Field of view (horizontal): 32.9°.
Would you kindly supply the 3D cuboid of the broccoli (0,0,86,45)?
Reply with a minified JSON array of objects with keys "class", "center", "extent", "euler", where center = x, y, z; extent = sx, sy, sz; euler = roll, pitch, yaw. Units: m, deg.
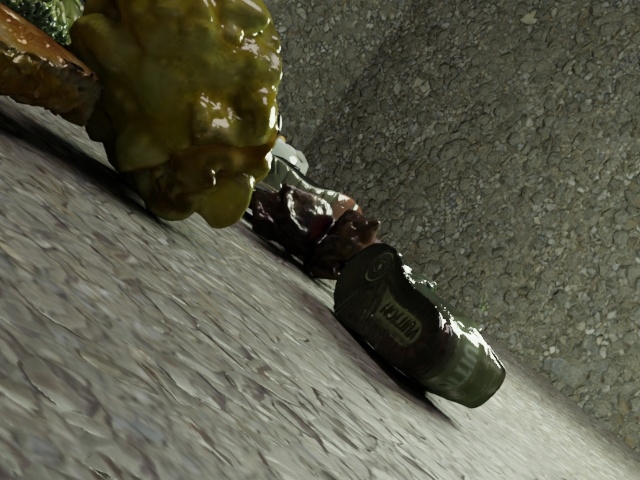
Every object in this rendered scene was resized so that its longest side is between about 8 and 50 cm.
[{"class":"broccoli","center":[-0.369,-0.414,1.468],"extent":[0.221,0.361,0.252],"euler":[18,-21,20]}]

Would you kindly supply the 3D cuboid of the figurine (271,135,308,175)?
[{"class":"figurine","center":[-0.136,-0.179,2.303],"extent":[0.236,0.133,0.176],"euler":[34,5,27]}]

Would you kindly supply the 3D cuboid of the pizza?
[{"class":"pizza","center":[-0.330,-0.182,0.922],"extent":[0.335,0.086,0.226],"euler":[32,10,-31]}]

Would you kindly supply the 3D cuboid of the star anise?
[{"class":"star anise","center":[0.005,0.001,1.543],"extent":[0.214,0.099,0.220],"euler":[38,-18,-35]}]

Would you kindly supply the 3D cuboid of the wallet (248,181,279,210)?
[{"class":"wallet","center":[-0.035,-0.024,1.723],"extent":[0.231,0.069,0.170],"euler":[30,-6,-3]}]

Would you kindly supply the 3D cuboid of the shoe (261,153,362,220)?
[{"class":"shoe","center":[-0.056,-0.081,2.033],"extent":[0.291,0.114,0.137],"euler":[30,1,-27]}]

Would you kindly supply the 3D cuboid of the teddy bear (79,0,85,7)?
[{"class":"teddy bear","center":[-0.395,-0.328,1.756],"extent":[0.251,0.171,0.144],"euler":[33,-27,-21]}]

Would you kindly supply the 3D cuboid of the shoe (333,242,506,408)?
[{"class":"shoe","center":[0.118,0.108,1.288],"extent":[0.149,0.109,0.293],"euler":[39,5,-23]}]

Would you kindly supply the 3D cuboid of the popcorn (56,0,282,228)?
[{"class":"popcorn","center":[-0.139,-0.153,1.110],"extent":[0.252,0.215,0.286],"euler":[45,-28,34]}]
